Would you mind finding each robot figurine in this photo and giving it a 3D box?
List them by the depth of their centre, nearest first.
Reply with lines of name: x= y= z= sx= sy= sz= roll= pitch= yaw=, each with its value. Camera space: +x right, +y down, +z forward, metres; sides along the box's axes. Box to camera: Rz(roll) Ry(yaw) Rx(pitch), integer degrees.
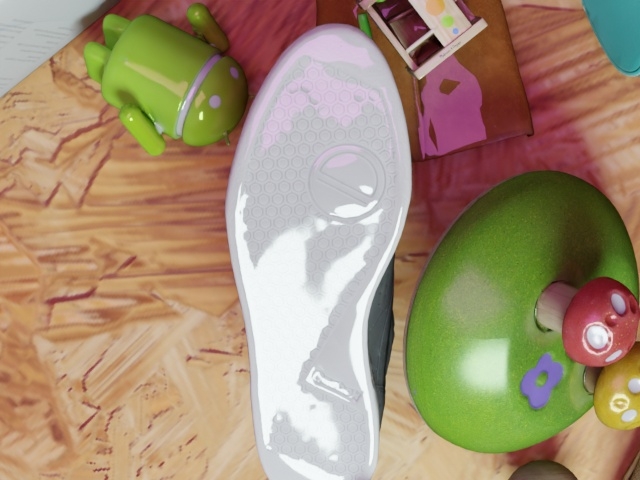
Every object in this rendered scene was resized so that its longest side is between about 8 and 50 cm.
robot figurine: x=-0.099 y=-0.106 z=0.863 sx=0.115 sy=0.067 sz=0.101 roll=28 pitch=68 yaw=5

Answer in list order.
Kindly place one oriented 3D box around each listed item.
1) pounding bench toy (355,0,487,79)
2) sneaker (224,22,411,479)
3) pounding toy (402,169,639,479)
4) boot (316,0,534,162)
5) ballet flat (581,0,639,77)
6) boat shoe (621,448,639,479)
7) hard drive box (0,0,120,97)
pounding bench toy: x=0.045 y=-0.131 z=0.783 sx=0.083 sy=0.052 sz=0.065 roll=-39 pitch=100 yaw=6
sneaker: x=0.000 y=0.000 z=0.807 sx=0.104 sy=0.147 sz=0.296 roll=1 pitch=112 yaw=1
pounding toy: x=0.144 y=0.084 z=0.775 sx=0.110 sy=0.183 sz=0.237 roll=25 pitch=103 yaw=49
boot: x=-0.007 y=-0.180 z=0.847 sx=0.264 sy=0.096 sz=0.280 roll=-8 pitch=101 yaw=-1
ballet flat: x=0.185 y=-0.223 z=0.806 sx=0.077 sy=0.091 sz=0.241 roll=-25 pitch=97 yaw=-22
boat shoe: x=0.251 y=0.173 z=0.809 sx=0.123 sy=0.123 sz=0.342 roll=14 pitch=98 yaw=7
hard drive box: x=-0.236 y=-0.146 z=0.824 sx=0.232 sy=0.181 sz=0.089 roll=-37 pitch=89 yaw=10
